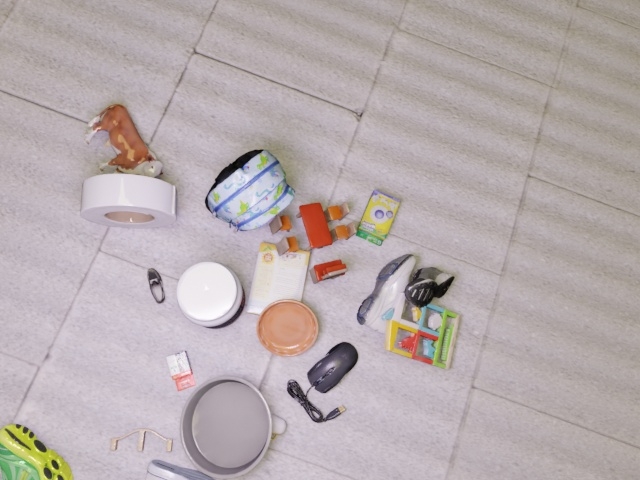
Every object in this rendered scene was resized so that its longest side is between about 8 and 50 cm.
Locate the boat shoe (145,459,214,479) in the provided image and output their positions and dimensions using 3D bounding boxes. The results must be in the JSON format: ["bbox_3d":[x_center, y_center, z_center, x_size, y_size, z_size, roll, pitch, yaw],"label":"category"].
[{"bbox_3d":[-0.418,0.733,1.512,0.226,0.083,0.076,18,88,10],"label":"boat shoe"}]

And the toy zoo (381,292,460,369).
[{"bbox_3d":[0.320,0.292,1.643,0.293,0.030,0.192,21,75,-22],"label":"toy zoo"}]

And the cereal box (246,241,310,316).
[{"bbox_3d":[-0.140,0.139,1.676,0.173,0.047,0.240,12,77,-5],"label":"cereal box"}]

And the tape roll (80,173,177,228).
[{"bbox_3d":[-0.593,-0.117,1.572,0.286,0.286,0.100,-1,77,-5],"label":"tape roll"}]

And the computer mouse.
[{"bbox_3d":[0.038,0.462,1.616,0.262,0.060,0.184,-35,82,-11],"label":"computer mouse"}]

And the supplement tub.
[{"bbox_3d":[-0.331,0.170,1.537,0.191,0.272,0.191,1,78,-5],"label":"supplement tub"}]

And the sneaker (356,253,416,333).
[{"bbox_3d":[0.241,0.178,1.691,0.129,0.111,0.297,37,79,-14],"label":"sneaker"}]

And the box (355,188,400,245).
[{"bbox_3d":[0.200,-0.078,1.761,0.105,0.043,0.179,23,78,0],"label":"box"}]

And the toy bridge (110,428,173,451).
[{"bbox_3d":[-0.550,0.612,1.544,0.188,0.026,0.063,4,75,-4],"label":"toy bridge"}]

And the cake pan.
[{"bbox_3d":[-0.283,0.564,1.533,0.293,0.054,0.293,-3,76,10],"label":"cake pan"}]

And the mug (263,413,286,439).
[{"bbox_3d":[-0.146,0.584,1.580,0.064,0.078,0.062,19,44,-10],"label":"mug"}]

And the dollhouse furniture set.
[{"bbox_3d":[0.000,0.000,1.640,0.262,0.135,0.259,-13,78,-25],"label":"dollhouse furniture set"}]

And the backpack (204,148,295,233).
[{"bbox_3d":[-0.218,-0.159,1.580,0.290,0.355,0.273,-34,84,-12],"label":"backpack"}]

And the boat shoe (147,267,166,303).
[{"bbox_3d":[-0.540,0.147,1.643,0.046,0.038,0.125,-16,79,-9],"label":"boat shoe"}]

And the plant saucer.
[{"bbox_3d":[-0.107,0.278,1.620,0.200,0.037,0.200,-1,106,-3],"label":"plant saucer"}]

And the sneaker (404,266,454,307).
[{"bbox_3d":[0.335,0.144,1.640,0.108,0.271,0.100,34,113,28],"label":"sneaker"}]

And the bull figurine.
[{"bbox_3d":[-0.668,-0.308,1.701,0.188,0.101,0.310,-27,82,-9],"label":"bull figurine"}]

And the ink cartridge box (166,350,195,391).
[{"bbox_3d":[-0.443,0.415,1.597,0.062,0.029,0.115,-18,79,-9],"label":"ink cartridge box"}]

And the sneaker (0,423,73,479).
[{"bbox_3d":[-0.847,0.673,1.478,0.123,0.109,0.295,-44,87,13],"label":"sneaker"}]
